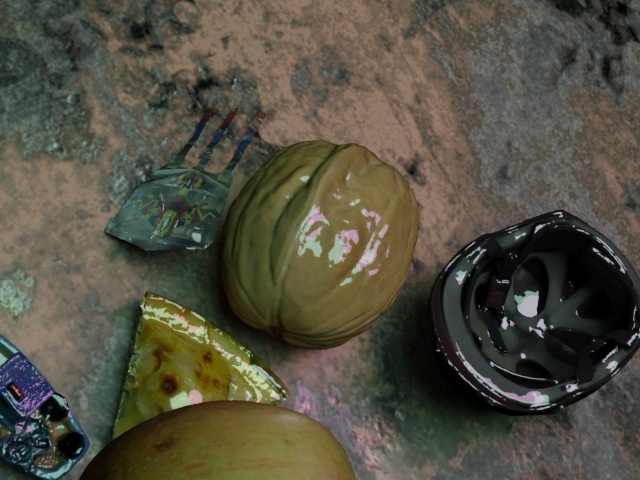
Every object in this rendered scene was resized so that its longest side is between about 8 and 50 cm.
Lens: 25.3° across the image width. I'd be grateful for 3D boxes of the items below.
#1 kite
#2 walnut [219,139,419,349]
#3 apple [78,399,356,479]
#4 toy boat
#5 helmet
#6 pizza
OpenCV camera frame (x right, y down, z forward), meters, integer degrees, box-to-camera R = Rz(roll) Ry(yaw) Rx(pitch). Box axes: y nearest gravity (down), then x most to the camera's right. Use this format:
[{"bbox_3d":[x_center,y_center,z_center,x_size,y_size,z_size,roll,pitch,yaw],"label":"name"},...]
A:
[{"bbox_3d":[-0.147,-0.077,1.682,0.141,0.015,0.245,12,50,22],"label":"kite"},{"bbox_3d":[0.000,0.000,1.651,0.225,0.225,0.261,36,61,-9],"label":"walnut"},{"bbox_3d":[-0.117,0.315,1.410,0.277,0.319,0.319,8,67,-25],"label":"apple"},{"bbox_3d":[-0.336,0.157,1.490,0.223,0.097,0.100,47,55,-3],"label":"toy boat"},{"bbox_3d":[0.240,0.109,1.737,0.305,0.177,0.225,-23,75,-23],"label":"helmet"},{"bbox_3d":[-0.130,0.172,1.592,0.204,0.080,0.188,25,62,-16],"label":"pizza"}]
